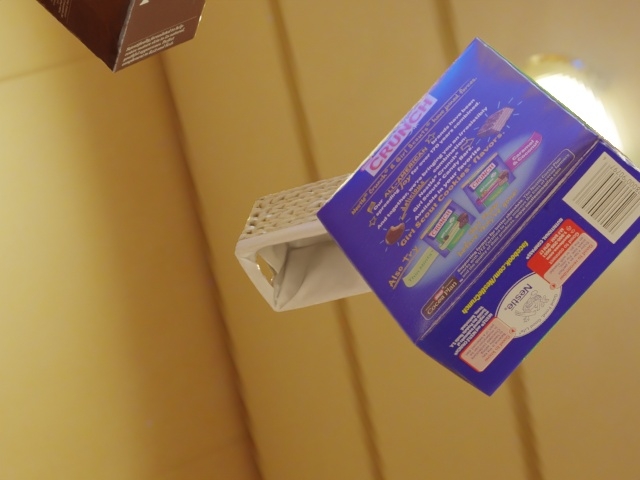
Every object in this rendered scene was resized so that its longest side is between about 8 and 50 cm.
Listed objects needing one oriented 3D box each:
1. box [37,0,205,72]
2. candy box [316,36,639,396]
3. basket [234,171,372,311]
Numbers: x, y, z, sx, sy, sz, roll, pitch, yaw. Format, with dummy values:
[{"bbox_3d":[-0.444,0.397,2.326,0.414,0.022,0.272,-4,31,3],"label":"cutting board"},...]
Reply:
[{"bbox_3d":[-0.285,-0.384,2.550,0.203,0.168,0.167,43,-43,19],"label":"box"},{"bbox_3d":[0.164,-0.034,1.813,0.122,0.268,0.317,37,9,-30],"label":"candy box"},{"bbox_3d":[0.000,0.000,2.133,0.167,0.103,0.113,-13,-51,26],"label":"basket"}]
